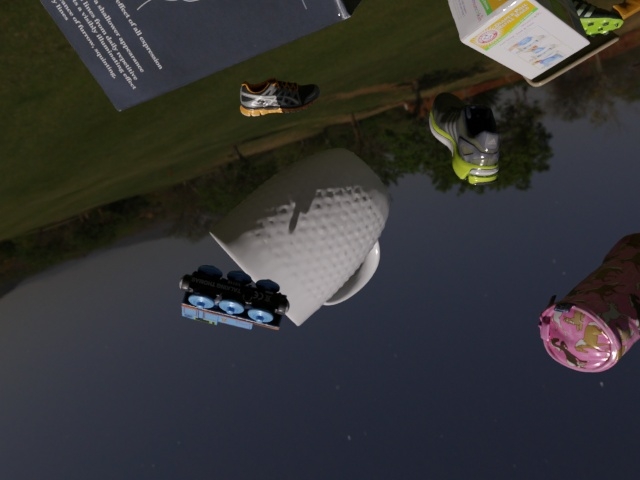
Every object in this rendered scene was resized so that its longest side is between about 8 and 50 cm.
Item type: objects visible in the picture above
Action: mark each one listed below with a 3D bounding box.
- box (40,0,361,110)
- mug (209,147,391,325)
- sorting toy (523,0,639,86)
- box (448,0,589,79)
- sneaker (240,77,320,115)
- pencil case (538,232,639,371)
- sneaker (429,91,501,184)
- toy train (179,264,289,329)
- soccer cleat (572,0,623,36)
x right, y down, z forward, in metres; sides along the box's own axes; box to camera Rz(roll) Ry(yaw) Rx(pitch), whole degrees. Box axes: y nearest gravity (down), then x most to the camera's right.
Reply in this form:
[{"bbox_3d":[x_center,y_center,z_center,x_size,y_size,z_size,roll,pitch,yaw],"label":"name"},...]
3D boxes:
[{"bbox_3d":[-0.164,-0.388,0.729,0.395,0.293,0.212,-10,-145,31],"label":"box"},{"bbox_3d":[0.000,0.000,1.242,0.328,0.374,0.276,-43,-139,-7],"label":"mug"},{"bbox_3d":[0.500,-0.471,1.163,0.307,0.229,0.041,-31,163,-6],"label":"sorting toy"},{"bbox_3d":[0.286,-0.333,0.827,0.203,0.114,0.103,4,156,-43],"label":"box"},{"bbox_3d":[-0.106,-0.380,1.464,0.215,0.083,0.084,-11,-142,-5],"label":"sneaker"},{"bbox_3d":[0.632,0.123,1.217,0.386,0.167,0.160,-28,167,-33],"label":"pencil case"},{"bbox_3d":[0.320,-0.249,1.218,0.111,0.121,0.300,-3,-138,-11],"label":"sneaker"},{"bbox_3d":[-0.145,0.101,0.949,0.184,0.080,0.105,14,148,-4],"label":"toy train"},{"bbox_3d":[0.466,-0.414,1.027,0.179,0.072,0.060,0,171,-10],"label":"soccer cleat"}]
